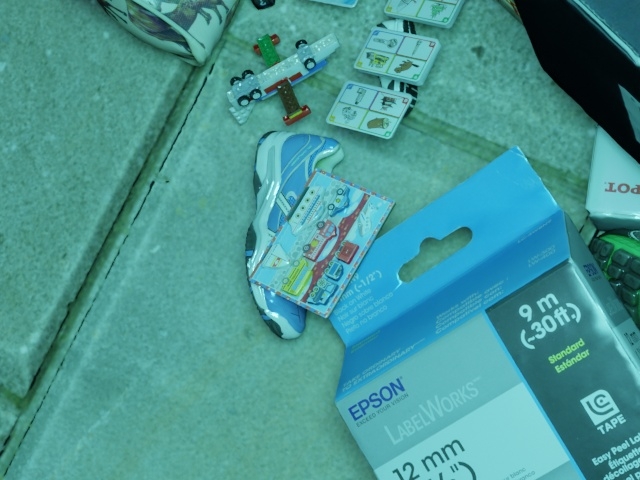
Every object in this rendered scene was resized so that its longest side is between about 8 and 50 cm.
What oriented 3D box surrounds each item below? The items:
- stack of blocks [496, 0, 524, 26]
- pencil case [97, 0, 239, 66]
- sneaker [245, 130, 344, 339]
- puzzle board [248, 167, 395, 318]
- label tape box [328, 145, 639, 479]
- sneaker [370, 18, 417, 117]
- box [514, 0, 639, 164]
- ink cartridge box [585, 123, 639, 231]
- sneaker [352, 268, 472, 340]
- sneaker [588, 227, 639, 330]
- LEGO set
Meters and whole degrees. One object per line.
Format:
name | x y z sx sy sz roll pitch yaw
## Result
stack of blocks | 0.287 -0.313 1.278 0.297 0.171 0.087 -44 69 5
pencil case | -0.103 -0.395 1.429 0.183 0.160 0.410 28 88 8
sneaker | -0.022 -0.009 1.359 0.081 0.080 0.211 -3 78 20
puzzle board | 0.000 0.000 1.300 0.096 0.011 0.128 24 77 31
label tape box | 0.153 0.127 1.207 0.249 0.115 0.347 -34 82 19
sneaker | 0.071 -0.171 1.391 0.044 0.040 0.109 -7 70 26
box | 0.459 -0.188 1.001 0.472 0.297 0.480 -41 64 3
ink cartridge box | 0.331 -0.107 1.262 0.153 0.087 0.208 7 79 19
sneaker | 0.114 0.078 1.314 0.162 0.063 0.073 -31 80 19
sneaker | 0.390 0.067 1.204 0.343 0.134 0.146 23 49 28
LEGO set | 0.013 -0.190 1.394 0.244 0.060 0.182 17 71 32
